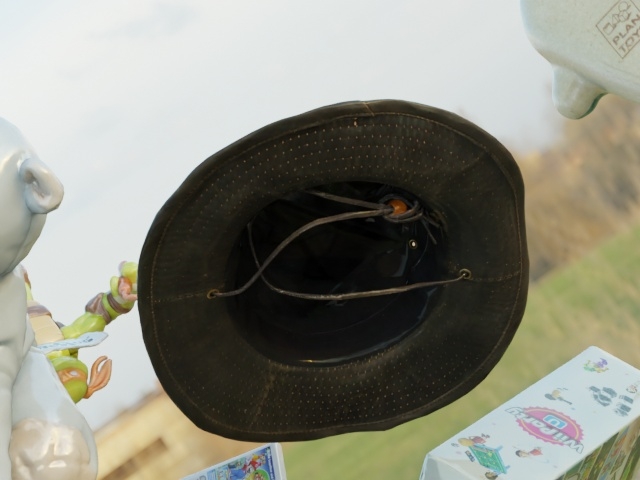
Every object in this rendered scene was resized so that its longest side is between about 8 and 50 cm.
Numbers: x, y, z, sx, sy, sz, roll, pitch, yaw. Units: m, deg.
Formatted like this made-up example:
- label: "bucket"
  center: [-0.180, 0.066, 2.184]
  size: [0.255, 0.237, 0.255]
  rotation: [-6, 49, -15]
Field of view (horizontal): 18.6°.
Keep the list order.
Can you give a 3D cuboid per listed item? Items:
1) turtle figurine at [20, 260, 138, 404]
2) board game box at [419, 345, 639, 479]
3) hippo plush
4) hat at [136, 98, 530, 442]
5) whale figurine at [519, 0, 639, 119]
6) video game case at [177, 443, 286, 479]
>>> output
- label: "turtle figurine"
  center: [-0.230, 0.066, 1.550]
  size: [0.269, 0.217, 0.087]
  rotation: [-35, -41, -15]
- label: "board game box"
  center: [0.172, 0.245, 1.706]
  size: [0.303, 0.097, 0.224]
  rotation: [-24, -43, -53]
- label: "hippo plush"
  center: [-0.229, 0.042, 1.298]
  size: [0.294, 0.234, 0.236]
  rotation: [-31, -31, -44]
- label: "hat"
  center: [0.000, 0.000, 1.490]
  size: [0.331, 0.331, 0.134]
  rotation: [-35, 40, 12]
- label: "whale figurine"
  center: [0.292, -0.179, 1.689]
  size: [0.141, 0.272, 0.216]
  rotation: [12, -53, -48]
- label: "video game case"
  center: [-0.080, 0.231, 1.663]
  size: [0.122, 0.087, 0.011]
  rotation: [-24, -33, 23]
